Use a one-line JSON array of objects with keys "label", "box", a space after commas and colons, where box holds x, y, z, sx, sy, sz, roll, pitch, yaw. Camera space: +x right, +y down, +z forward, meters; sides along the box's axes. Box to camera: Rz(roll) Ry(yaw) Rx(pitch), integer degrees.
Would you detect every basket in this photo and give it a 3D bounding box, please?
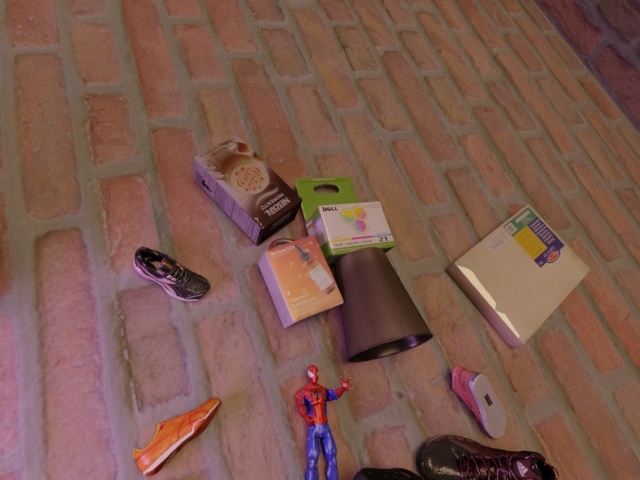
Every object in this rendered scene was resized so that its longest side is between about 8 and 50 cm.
[{"label": "basket", "box": [0.127, 0.143, 0.963, 0.204, 0.154, 0.227, -8, 62, -16]}]

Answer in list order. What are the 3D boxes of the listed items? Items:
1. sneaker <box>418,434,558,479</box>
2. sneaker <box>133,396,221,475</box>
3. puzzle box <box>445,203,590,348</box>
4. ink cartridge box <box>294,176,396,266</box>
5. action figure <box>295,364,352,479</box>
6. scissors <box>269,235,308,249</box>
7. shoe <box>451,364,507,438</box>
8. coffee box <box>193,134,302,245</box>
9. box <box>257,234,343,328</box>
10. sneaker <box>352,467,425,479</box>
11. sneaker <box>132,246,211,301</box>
[{"label": "sneaker", "box": [0.357, 0.459, 0.854, 0.281, 0.162, 0.107, 11, 59, -13]}, {"label": "sneaker", "box": [-0.263, 0.348, 0.770, 0.175, 0.064, 0.067, -34, 67, -33]}, {"label": "puzzle box", "box": [0.582, 0.085, 1.201, 0.408, 0.052, 0.272, -30, 74, -30]}, {"label": "ink cartridge box", "box": [0.056, -0.073, 1.067, 0.188, 0.097, 0.256, -7, 70, -28]}, {"label": "action figure", "box": [0.010, 0.377, 0.805, 0.091, 0.139, 0.281, 1, 60, -19]}, {"label": "scissors", "box": [0.000, 0.000, 1.076, 0.297, 0.021, 0.109, -27, 73, -30]}, {"label": "shoe", "box": [0.369, 0.373, 0.967, 0.063, 0.081, 0.178, -32, 105, -18]}, {"label": "coffee box", "box": [-0.183, -0.128, 1.035, 0.246, 0.098, 0.141, 45, 59, 9]}, {"label": "box", "box": [-0.048, 0.094, 0.948, 0.130, 0.091, 0.171, -19, 79, -25]}, {"label": "sneaker", "box": [0.137, 0.504, 0.799, 0.234, 0.084, 0.097, 25, 85, -27]}, {"label": "sneaker", "box": [-0.325, 0.071, 0.891, 0.178, 0.077, 0.072, 23, 59, -6]}]
